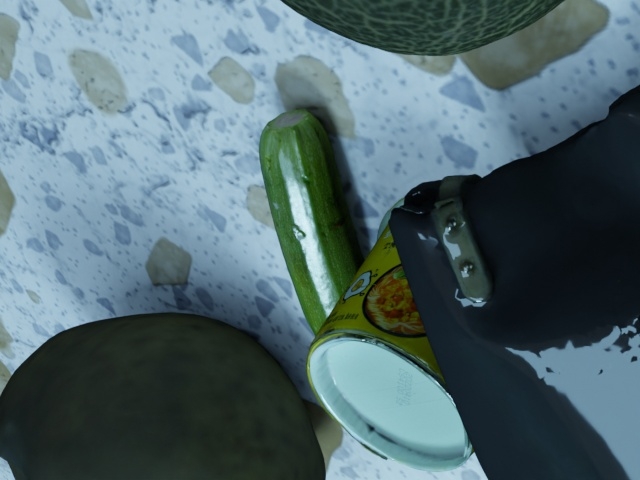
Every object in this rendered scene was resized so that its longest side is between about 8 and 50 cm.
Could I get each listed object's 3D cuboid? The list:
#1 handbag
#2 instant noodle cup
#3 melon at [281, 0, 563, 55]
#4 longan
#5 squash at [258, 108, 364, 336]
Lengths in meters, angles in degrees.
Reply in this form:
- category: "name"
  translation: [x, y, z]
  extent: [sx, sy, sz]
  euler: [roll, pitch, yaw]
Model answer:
- category: "handbag"
  translation: [0.212, 0.041, 0.739]
  extent: [0.342, 0.152, 0.288]
  euler: [-28, 100, 31]
- category: "instant noodle cup"
  translation: [0.084, 0.077, 0.917]
  extent: [0.182, 0.144, 0.182]
  euler: [25, 141, 22]
- category: "melon"
  translation: [0.040, -0.236, 0.559]
  extent: [0.237, 0.237, 0.301]
  euler: [15, 136, 33]
- category: "longan"
  translation: [-0.156, 0.204, 1.179]
  extent: [0.350, 0.288, 0.288]
  euler: [21, 140, 44]
- category: "squash"
  translation: [0.000, 0.000, 0.987]
  extent: [0.066, 0.066, 0.229]
  euler: [12, 132, 35]
